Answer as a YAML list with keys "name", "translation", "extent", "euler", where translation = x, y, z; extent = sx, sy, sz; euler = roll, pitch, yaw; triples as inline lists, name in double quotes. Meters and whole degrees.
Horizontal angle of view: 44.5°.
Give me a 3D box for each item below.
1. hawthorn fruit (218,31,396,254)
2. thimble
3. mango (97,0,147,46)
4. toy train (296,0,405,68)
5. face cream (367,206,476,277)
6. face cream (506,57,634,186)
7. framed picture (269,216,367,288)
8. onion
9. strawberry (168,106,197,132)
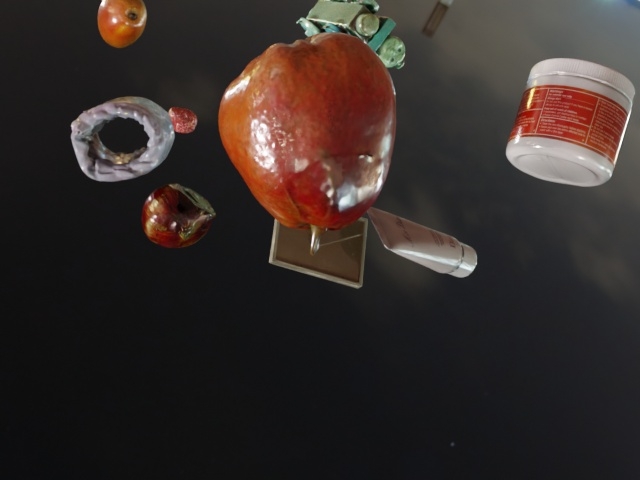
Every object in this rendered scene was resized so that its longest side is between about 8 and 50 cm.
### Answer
- name: "hawthorn fruit"
  translation: [-0.006, -0.115, 0.963]
  extent: [0.224, 0.224, 0.260]
  euler: [-8, -93, -49]
- name: "thimble"
  translation: [-0.323, -0.169, 1.284]
  extent: [0.152, 0.127, 0.118]
  euler: [-14, -165, 3]
- name: "mango"
  translation: [-0.558, -0.613, 2.193]
  extent: [0.129, 0.146, 0.289]
  euler: [-2, 177, -17]
- name: "toy train"
  translation: [0.076, -0.444, 1.684]
  extent: [0.194, 0.120, 0.298]
  euler: [37, -177, -28]
- name: "face cream"
  translation: [0.231, 0.012, 1.793]
  extent: [0.314, 0.089, 0.143]
  euler: [18, -145, -36]
- name: "face cream"
  translation: [0.475, -0.220, 1.495]
  extent: [0.201, 0.187, 0.201]
  euler: [18, 173, 2]
- name: "framed picture"
  translation: [0.000, 0.000, 1.528]
  extent: [0.203, 0.015, 0.150]
  euler: [16, -113, -26]
- name: "onion"
  translation: [-0.242, -0.037, 1.306]
  extent: [0.117, 0.119, 0.118]
  euler: [38, -165, -41]
- name: "strawberry"
  translation: [-0.378, -0.327, 2.110]
  extent: [0.073, 0.073, 0.083]
  euler: [45, -169, 29]
